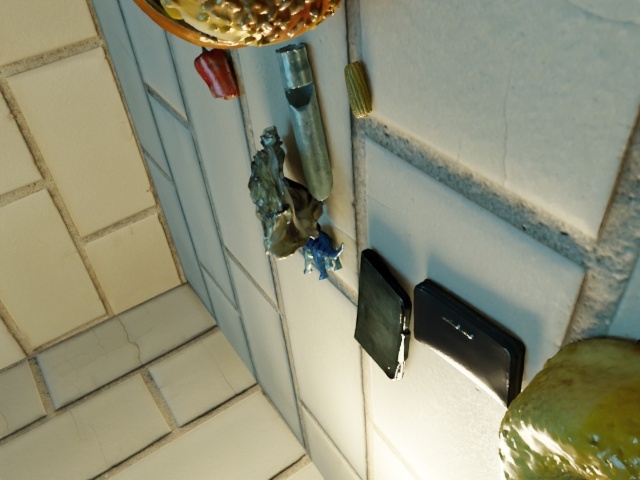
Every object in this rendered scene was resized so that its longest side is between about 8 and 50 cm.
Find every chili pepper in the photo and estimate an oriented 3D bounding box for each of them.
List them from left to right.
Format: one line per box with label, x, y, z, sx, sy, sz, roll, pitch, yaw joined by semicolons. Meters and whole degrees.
chili pepper;-0.269;-0.438;1.379;0.086;0.084;0.192;-14;107;34

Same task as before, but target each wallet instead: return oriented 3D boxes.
wallet;0.135;0.173;1.197;0.172;0.045;0.318;50;155;37
wallet;0.244;0.171;0.958;0.250;0.044;0.149;38;143;47

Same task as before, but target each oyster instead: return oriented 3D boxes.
oyster;-0.082;-0.104;1.184;0.238;0.115;0.351;55;-157;-46

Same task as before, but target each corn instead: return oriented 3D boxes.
corn;0.062;-0.247;0.910;0.037;0.037;0.092;22;131;59

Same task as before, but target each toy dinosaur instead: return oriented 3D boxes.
toy dinosaur;0.001;0.025;1.298;0.329;0.076;0.144;-140;37;-65

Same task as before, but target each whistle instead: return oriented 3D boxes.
whistle;-0.026;-0.227;1.093;0.062;0.062;0.312;34;144;51

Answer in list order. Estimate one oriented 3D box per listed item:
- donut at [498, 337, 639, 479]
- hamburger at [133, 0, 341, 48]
donut;0.372;0.327;0.682;0.377;0.163;0.435;58;158;18
hamburger;-0.109;-0.419;0.722;0.250;0.330;0.330;36;146;61
